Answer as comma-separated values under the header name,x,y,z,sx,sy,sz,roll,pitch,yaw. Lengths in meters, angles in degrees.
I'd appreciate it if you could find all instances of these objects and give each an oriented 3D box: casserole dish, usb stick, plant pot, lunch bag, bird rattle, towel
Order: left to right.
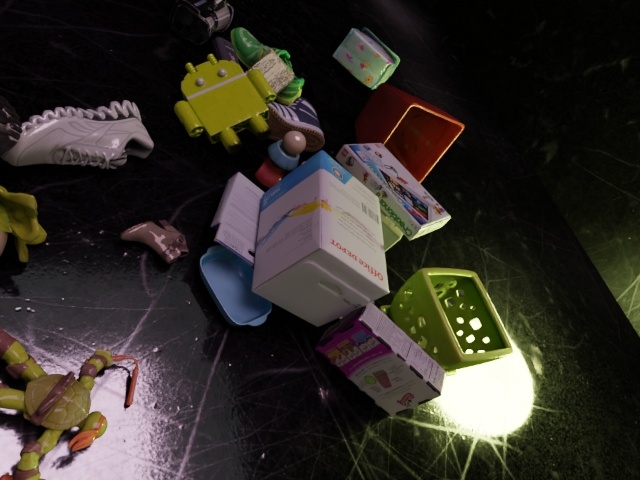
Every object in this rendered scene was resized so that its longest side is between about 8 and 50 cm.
name,x,y,z,sx,sy,sz,roll,pitch,yaw
bird rattle,-0.544,-0.033,0.657,0.253,0.143,0.207,25,60,-20
usb stick,-0.261,-0.491,1.345,0.077,0.045,0.278,4,55,-39
casserole dish,-0.177,0.096,0.935,0.114,0.037,0.188,-19,72,-48
towel,-0.151,-0.475,1.337,0.110,0.027,0.148,45,69,-18
lunch bag,0.198,-0.746,1.882,0.223,0.160,0.262,41,28,-2
plant pot,0.271,-0.385,1.579,0.267,0.267,0.235,8,41,-37
plant pot,0.285,0.214,1.112,0.228,0.207,0.227,6,54,-38

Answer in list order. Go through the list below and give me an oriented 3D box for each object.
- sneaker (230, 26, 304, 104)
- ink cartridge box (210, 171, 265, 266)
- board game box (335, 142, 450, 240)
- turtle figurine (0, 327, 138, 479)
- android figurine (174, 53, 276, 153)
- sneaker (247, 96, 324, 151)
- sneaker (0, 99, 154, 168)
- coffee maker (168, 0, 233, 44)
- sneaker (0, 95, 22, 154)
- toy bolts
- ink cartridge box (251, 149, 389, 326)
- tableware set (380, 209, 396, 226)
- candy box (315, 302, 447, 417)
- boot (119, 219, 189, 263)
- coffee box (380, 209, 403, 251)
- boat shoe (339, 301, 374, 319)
name,x,y,z,sx,sy,sz,roll,pitch,yaw
sneaker,-0.156,-0.564,1.437,0.295,0.123,0.109,47,40,1
ink cartridge box,-0.135,-0.011,1.024,0.223,0.045,0.224,39,36,-27
board game box,0.199,-0.144,1.244,0.193,0.053,0.305,-17,62,-50
turtle figurine,-0.377,0.223,0.612,0.217,0.087,0.269,35,41,-14
android figurine,-0.244,-0.356,1.166,0.248,0.056,0.273,-28,78,-15
sneaker,-0.121,-0.367,1.326,0.282,0.099,0.153,19,43,-27
sneaker,-0.451,-0.189,0.887,0.118,0.110,0.292,57,40,-2
coffee maker,-0.372,-0.674,1.365,0.171,0.120,0.178,19,40,4
sneaker,-0.617,-0.224,0.736,0.330,0.147,0.130,42,-5,19
toy bolts,-0.032,-0.198,1.213,0.228,0.158,0.218,32,42,-17
ink cartridge box,0.000,0.000,0.967,0.198,0.197,0.270,35,38,-33
tableware set,0.184,-0.082,1.229,0.154,0.024,0.104,18,40,-27
candy box,0.127,0.255,0.976,0.233,0.159,0.071,44,40,-5
boot,-0.313,0.006,0.887,0.118,0.042,0.087,-26,79,-49
coffee box,0.183,-0.104,1.355,0.168,0.119,0.297,44,40,-3
boat shoe,0.080,0.069,1.126,0.099,0.116,0.319,28,41,-51
